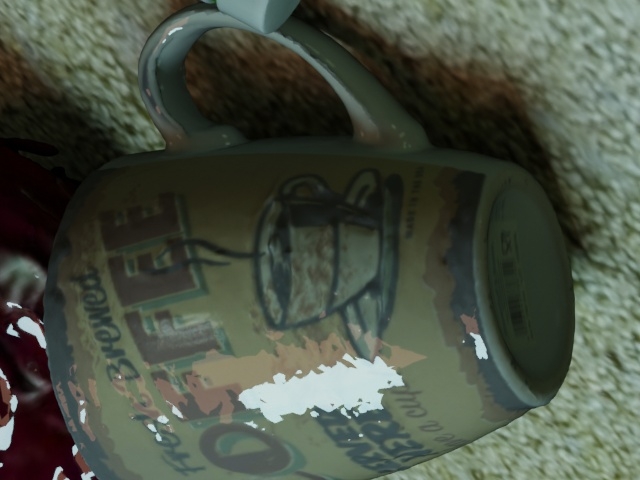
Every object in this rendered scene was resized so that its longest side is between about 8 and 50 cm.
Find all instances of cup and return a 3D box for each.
[{"bbox_3d":[0.000,0.000,0.976,0.257,0.227,0.301,-11,94,26],"label":"cup"}]

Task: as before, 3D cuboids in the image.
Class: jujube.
[{"bbox_3d":[-0.198,0.107,1.152,0.258,0.258,0.376,-8,123,40],"label":"jujube"}]

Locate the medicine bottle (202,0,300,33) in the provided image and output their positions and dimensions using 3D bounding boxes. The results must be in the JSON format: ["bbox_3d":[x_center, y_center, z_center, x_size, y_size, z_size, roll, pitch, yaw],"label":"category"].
[{"bbox_3d":[-0.088,-0.190,0.905,0.183,0.086,0.086,29,140,9],"label":"medicine bottle"}]
